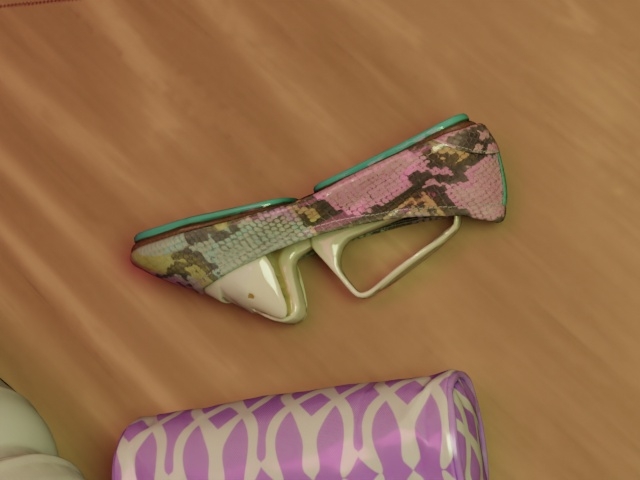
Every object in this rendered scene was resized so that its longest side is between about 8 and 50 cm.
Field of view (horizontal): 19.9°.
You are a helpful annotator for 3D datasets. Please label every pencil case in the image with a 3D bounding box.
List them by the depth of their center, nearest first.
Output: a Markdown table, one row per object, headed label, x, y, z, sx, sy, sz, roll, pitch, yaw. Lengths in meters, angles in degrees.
| label | x | y | z | sx | sy | sz | roll | pitch | yaw |
| --- | --- | --- | --- | --- | --- | --- | --- | --- | --- |
| pencil case | -0.010 | 0.124 | 0.963 | 0.206 | 0.086 | 0.088 | -11 | 101 | 19 |

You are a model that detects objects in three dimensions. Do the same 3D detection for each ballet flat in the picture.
| label | x | y | z | sx | sy | sz | roll | pitch | yaw |
| --- | --- | --- | --- | --- | --- | --- | --- | --- | --- |
| ballet flat | 0.000 | 0.000 | 1.017 | 0.221 | 0.077 | 0.079 | -20 | 84 | 13 |

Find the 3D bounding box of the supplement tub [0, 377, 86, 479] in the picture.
| label | x | y | z | sx | sy | sz | roll | pitch | yaw |
| --- | --- | --- | --- | --- | --- | --- | --- | --- | --- |
| supplement tub | -0.266 | 0.123 | 0.997 | 0.272 | 0.191 | 0.191 | 36 | 86 | 28 |
